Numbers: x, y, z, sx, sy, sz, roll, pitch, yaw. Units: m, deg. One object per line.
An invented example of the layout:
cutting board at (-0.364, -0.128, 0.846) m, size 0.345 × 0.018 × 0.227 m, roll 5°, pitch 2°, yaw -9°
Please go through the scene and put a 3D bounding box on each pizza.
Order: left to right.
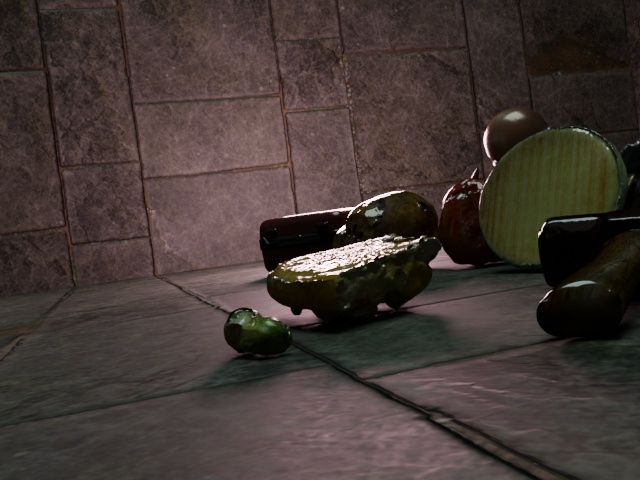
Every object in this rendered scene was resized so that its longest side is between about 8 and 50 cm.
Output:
pizza at (0.042, 0.053, 0.920) m, size 0.223 × 0.089 × 0.323 m, roll -14°, pitch 5°, yaw -14°

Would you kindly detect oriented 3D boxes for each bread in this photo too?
bread at (0.386, -0.069, 1.148) m, size 0.040 × 0.267 × 0.267 m, roll 25°, pitch -20°, yaw -37°

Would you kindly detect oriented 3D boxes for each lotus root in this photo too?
lotus root at (0.156, -0.017, 1.469) m, size 0.193 × 0.193 × 0.291 m, roll -6°, pitch 2°, yaw 44°

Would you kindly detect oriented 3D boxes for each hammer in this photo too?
hammer at (0.317, 0.023, 0.717) m, size 0.242 × 0.095 × 0.409 m, roll -6°, pitch 4°, yaw 33°

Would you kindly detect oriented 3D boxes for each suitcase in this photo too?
suitcase at (0.000, 0.000, 1.887) m, size 0.297 × 0.161 × 0.236 m, roll -7°, pitch 1°, yaw 35°

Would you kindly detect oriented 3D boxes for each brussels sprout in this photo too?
brussels sprout at (-0.067, 0.092, 0.689) m, size 0.051 × 0.046 × 0.083 m, roll -16°, pitch 6°, yaw -33°

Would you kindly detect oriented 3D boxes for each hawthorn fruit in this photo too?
hawthorn fruit at (0.316, -0.033, 1.378) m, size 0.173 × 0.179 × 0.173 m, roll -36°, pitch -7°, yaw -5°

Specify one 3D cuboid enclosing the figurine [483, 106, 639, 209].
figurine at (0.513, -0.124, 1.286) m, size 0.276 × 0.248 × 0.388 m, roll 15°, pitch -6°, yaw -37°
